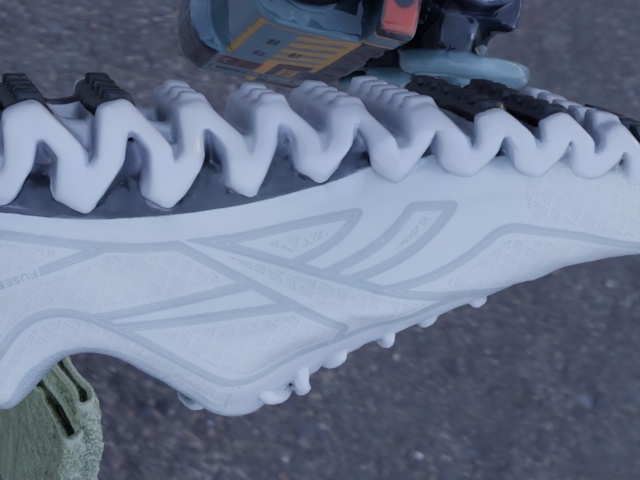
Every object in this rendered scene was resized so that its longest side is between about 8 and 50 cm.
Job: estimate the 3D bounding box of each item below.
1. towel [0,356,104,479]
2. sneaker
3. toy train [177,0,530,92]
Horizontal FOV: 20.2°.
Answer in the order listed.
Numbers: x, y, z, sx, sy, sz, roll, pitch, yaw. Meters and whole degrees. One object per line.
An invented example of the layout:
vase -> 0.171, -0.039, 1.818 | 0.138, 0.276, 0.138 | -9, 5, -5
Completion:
towel -> -0.133, 0.082, 0.838 | 0.027, 0.110, 0.148 | -18, 147, -25
sneaker -> 0.000, 0.000, 0.645 | 0.292, 0.110, 0.118 | -1, 99, -7
toy train -> 0.019, -0.154, 1.112 | 0.190, 0.334, 0.142 | 10, 88, -11
